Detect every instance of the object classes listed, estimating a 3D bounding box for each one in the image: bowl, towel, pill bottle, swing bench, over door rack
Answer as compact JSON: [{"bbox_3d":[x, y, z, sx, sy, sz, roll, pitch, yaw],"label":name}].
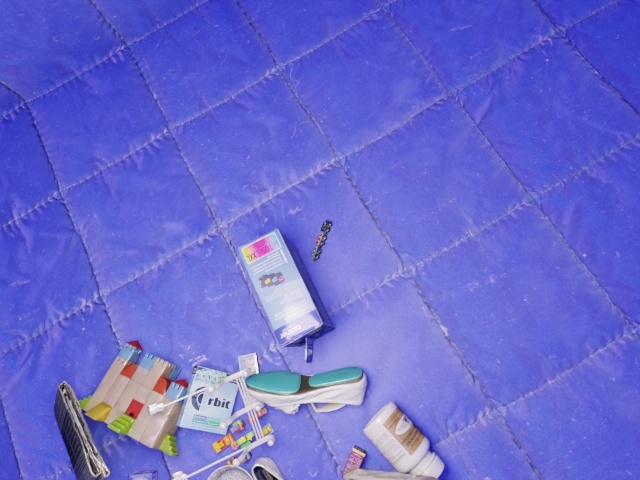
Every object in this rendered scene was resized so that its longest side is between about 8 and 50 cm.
[{"bbox_3d":[-0.271,0.786,1.350,0.170,0.080,0.170,-2,75,7],"label":"bowl"},{"bbox_3d":[-0.770,0.634,1.381,0.056,0.324,0.312,-17,67,-41],"label":"towel"},{"bbox_3d":[0.251,0.613,1.293,0.131,0.131,0.229,-44,74,-5],"label":"pill bottle"},{"bbox_3d":[0.219,0.765,1.185,0.253,0.165,0.254,-22,66,43],"label":"swing bench"},{"bbox_3d":[-0.323,0.550,1.270,0.324,0.108,0.239,-20,85,-8],"label":"over door rack"}]

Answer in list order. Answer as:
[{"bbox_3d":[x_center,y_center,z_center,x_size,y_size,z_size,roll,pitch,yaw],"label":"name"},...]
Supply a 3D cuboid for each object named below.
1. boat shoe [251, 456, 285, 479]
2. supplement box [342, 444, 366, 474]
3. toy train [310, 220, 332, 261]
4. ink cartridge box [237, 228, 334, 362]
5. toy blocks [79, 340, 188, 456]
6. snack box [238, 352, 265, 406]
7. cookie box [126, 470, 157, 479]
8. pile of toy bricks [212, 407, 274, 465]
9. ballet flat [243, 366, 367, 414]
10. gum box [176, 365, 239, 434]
[{"bbox_3d":[-0.115,0.787,1.322,0.096,0.088,0.267,-39,73,-3],"label":"boat shoe"},{"bbox_3d":[0.106,0.686,1.335,0.043,0.055,0.083,23,79,15],"label":"supplement box"},{"bbox_3d":[0.000,0.000,1.547,0.036,0.027,0.158,18,78,16],"label":"toy train"},{"bbox_3d":[-0.089,0.189,1.383,0.151,0.270,0.395,-29,73,2],"label":"ink cartridge box"},{"bbox_3d":[-0.578,0.501,1.436,0.381,0.190,0.261,17,65,21],"label":"toy blocks"},{"bbox_3d":[-0.233,0.474,1.457,0.064,0.022,0.178,-13,74,4],"label":"snack box"},{"bbox_3d":[-0.582,0.815,1.408,0.092,0.040,0.107,-7,74,6],"label":"cookie box"},{"bbox_3d":[-0.249,0.636,1.373,0.212,0.105,0.118,-34,73,-1],"label":"pile of toy bricks"},{"bbox_3d":[-0.048,0.492,1.380,0.400,0.139,0.139,-6,74,6],"label":"ballet flat"},{"bbox_3d":[-0.357,0.515,1.394,0.157,0.041,0.184,25,64,-27],"label":"gum box"}]
